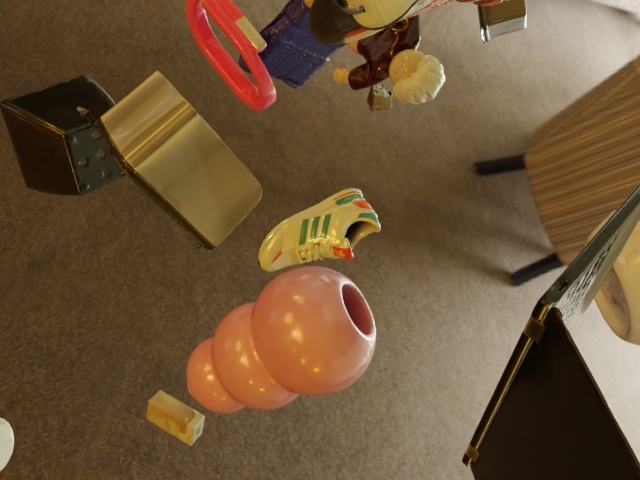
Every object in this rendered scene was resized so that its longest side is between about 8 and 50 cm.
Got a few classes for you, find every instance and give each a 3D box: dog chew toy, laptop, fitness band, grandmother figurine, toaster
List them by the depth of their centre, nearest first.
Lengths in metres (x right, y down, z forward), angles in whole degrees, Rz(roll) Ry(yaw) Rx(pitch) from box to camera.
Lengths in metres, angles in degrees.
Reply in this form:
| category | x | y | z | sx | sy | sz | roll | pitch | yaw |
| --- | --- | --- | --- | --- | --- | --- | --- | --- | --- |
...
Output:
| category | x | y | z | sx | sy | sz | roll | pitch | yaw |
| --- | --- | --- | --- | --- | --- | --- | --- | --- | --- |
| laptop | 0.311 | 0.201 | 0.723 | 0.236 | 0.382 | 0.408 | 36 | 58 | 24 |
| toaster | -0.175 | -0.102 | 0.807 | 0.110 | 0.168 | 0.185 | -43 | 128 | -2 |
| dog chew toy | -0.078 | 0.179 | 1.091 | 0.206 | 0.332 | 0.206 | 49 | 23 | -30 |
| grandmother figurine | 0.092 | -0.348 | 1.151 | 0.104 | 0.208 | 0.342 | 0 | 44 | -43 |
| fitness band | -0.191 | -0.406 | 1.430 | 0.054 | 0.209 | 0.291 | -35 | 83 | -19 |

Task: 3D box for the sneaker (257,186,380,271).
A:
| category | x | y | z | sx | sy | sz | roll | pitch | yaw |
| --- | --- | --- | --- | --- | --- | --- | --- | --- | --- |
| sneaker | 0.000 | 0.000 | 0.834 | 0.075 | 0.161 | 0.057 | 53 | -11 | 36 |

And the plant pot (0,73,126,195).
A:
| category | x | y | z | sx | sy | sz | roll | pitch | yaw |
| --- | --- | --- | --- | --- | --- | --- | --- | --- | --- |
| plant pot | -0.463 | -0.190 | 1.291 | 0.187 | 0.167 | 0.188 | -33 | 134 | -36 |

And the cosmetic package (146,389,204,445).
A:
| category | x | y | z | sx | sy | sz | roll | pitch | yaw |
| --- | --- | --- | --- | --- | --- | --- | --- | --- | --- |
| cosmetic package | -0.298 | 0.364 | 1.381 | 0.115 | 0.060 | 0.041 | 24 | 34 | 16 |

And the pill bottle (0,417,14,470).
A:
| category | x | y | z | sx | sy | sz | roll | pitch | yaw |
| --- | --- | --- | --- | --- | --- | --- | --- | --- | --- |
| pill bottle | -0.533 | 0.282 | 0.942 | 0.108 | 0.193 | 0.108 | -2 | 90 | -69 |

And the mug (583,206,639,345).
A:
| category | x | y | z | sx | sy | sz | roll | pitch | yaw |
| --- | --- | --- | --- | --- | --- | --- | --- | --- | --- |
| mug | 0.592 | 0.048 | 0.969 | 0.374 | 0.328 | 0.276 | -98 | 169 | -62 |

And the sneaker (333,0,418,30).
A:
| category | x | y | z | sx | sy | sz | roll | pitch | yaw |
| --- | --- | --- | --- | --- | --- | --- | --- | --- | --- |
| sneaker | 0.012 | -0.253 | 0.529 | 0.315 | 0.182 | 0.127 | -7 | 55 | -17 |

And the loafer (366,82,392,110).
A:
| category | x | y | z | sx | sy | sz | roll | pitch | yaw |
| --- | --- | --- | --- | --- | --- | --- | --- | --- | --- |
| loafer | 0.139 | -0.333 | 1.568 | 0.050 | 0.056 | 0.148 | 13 | 33 | -5 |

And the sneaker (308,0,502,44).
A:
| category | x | y | z | sx | sy | sz | roll | pitch | yaw |
| --- | --- | --- | --- | --- | --- | --- | --- | --- | --- |
| sneaker | 0.127 | -0.284 | 0.754 | 0.145 | 0.270 | 0.090 | 12 | 56 | -52 |

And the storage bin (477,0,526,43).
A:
| category | x | y | z | sx | sy | sz | roll | pitch | yaw |
| --- | --- | --- | --- | --- | --- | --- | --- | --- | --- |
| storage bin | 0.363 | -0.461 | 1.349 | 0.135 | 0.091 | 0.098 | -6 | 89 | -74 |

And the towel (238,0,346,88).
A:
| category | x | y | z | sx | sy | sz | roll | pitch | yaw |
| --- | --- | --- | --- | --- | --- | --- | --- | --- | --- |
| towel | -0.016 | -0.464 | 1.452 | 0.228 | 0.308 | 0.076 | -1 | 58 | -59 |
